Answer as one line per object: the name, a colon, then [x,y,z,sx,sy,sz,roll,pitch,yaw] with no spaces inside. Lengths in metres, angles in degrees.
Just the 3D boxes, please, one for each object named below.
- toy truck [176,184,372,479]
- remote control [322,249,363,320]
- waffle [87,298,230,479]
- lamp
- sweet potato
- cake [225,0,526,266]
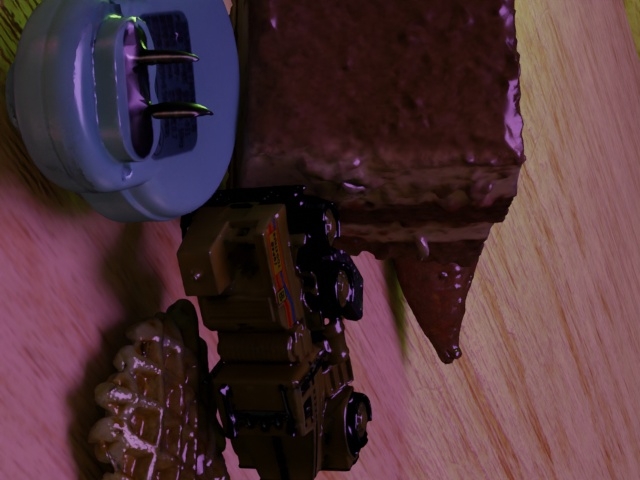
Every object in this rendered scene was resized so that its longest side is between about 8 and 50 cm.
toy truck: [-0.042,0.087,1.256,0.127,0.127,0.257,-61,144,-56]
remote control: [0.000,0.000,1.658,0.245,0.025,0.063,60,30,-46]
waffle: [-0.123,0.166,1.231,0.208,0.054,0.214,-56,137,-68]
lamp: [-0.141,-0.114,1.131,0.284,0.147,0.209,-76,160,-81]
sweet potato: [0.146,-0.016,1.913,0.131,0.131,0.337,-26,109,-68]
cake: [0.037,-0.132,1.357,0.290,0.255,0.282,95,-6,-75]
